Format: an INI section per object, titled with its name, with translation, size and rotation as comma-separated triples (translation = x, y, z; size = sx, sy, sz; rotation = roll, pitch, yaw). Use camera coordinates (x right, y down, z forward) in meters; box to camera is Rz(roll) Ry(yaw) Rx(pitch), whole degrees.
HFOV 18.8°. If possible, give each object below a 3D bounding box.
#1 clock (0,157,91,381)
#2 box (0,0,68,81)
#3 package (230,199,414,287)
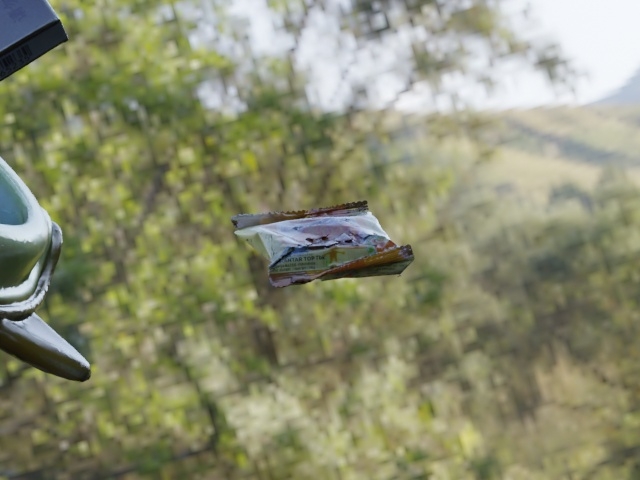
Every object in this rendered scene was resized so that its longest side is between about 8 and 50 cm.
[clock]
translation = -0.266, -0.027, 0.912
size = 0.117, 0.348, 0.286
rotation = -56, -31, 8
[box]
translation = -0.411, -0.168, 1.745
size = 0.325, 0.180, 0.047
rotation = -32, -25, -9
[package]
translation = 0.001, 0.001, 1.393
size = 0.108, 0.031, 0.121
rotation = -6, 21, -15
